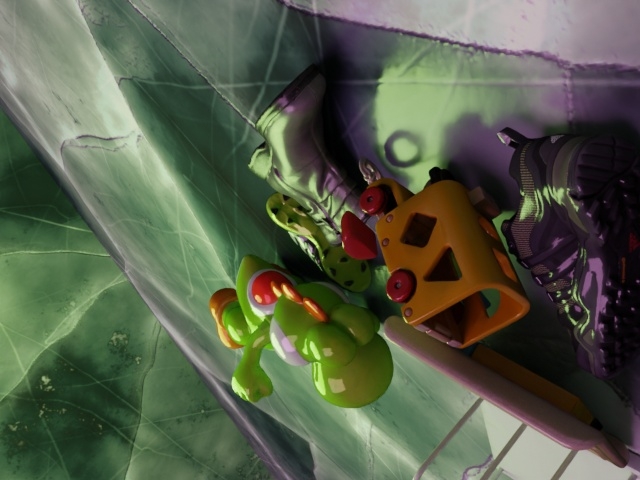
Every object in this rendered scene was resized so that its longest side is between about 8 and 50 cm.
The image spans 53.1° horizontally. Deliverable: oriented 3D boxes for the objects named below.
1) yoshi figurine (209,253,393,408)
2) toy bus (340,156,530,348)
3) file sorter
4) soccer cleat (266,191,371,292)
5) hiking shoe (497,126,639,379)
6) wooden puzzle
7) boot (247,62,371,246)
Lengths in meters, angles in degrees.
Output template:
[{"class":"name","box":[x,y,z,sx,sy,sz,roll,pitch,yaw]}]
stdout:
[{"class":"yoshi figurine","box":[-0.021,0.143,0.922,0.203,0.203,0.362,15,177,-26]},{"class":"toy bus","box":[0.115,-0.006,0.592,0.104,0.191,0.202,-34,95,26]},{"class":"file sorter","box":[0.274,0.337,0.751,0.278,0.173,0.193,22,145,44]},{"class":"soccer cleat","box":[0.000,0.000,0.868,0.179,0.060,0.072,44,178,4]},{"class":"hiking shoe","box":[0.208,0.009,0.522,0.114,0.086,0.227,35,149,57]},{"class":"wooden puzzle","box":[0.200,0.150,0.660,0.221,0.044,0.239,28,178,37]},{"class":"boot","box":[0.008,-0.083,0.717,0.161,0.083,0.246,43,162,2]}]
